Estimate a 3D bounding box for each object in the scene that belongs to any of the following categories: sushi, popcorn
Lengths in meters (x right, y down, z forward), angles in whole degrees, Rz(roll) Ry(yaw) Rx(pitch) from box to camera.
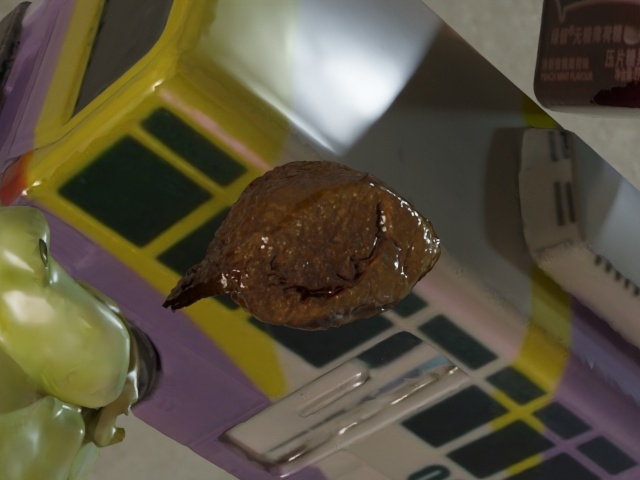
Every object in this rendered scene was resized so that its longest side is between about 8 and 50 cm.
[{"bbox_3d":[0.000,0.000,0.429,0.099,0.047,0.050,-1,99,-33],"label":"sushi"},{"bbox_3d":[-0.122,0.057,0.405,0.141,0.162,0.135,66,20,-50],"label":"popcorn"}]

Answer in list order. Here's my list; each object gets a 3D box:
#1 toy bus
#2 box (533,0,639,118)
[{"bbox_3d":[0.034,0.018,0.745,0.440,0.249,0.209,37,38,-27],"label":"toy bus"},{"bbox_3d":[0.201,-0.121,0.722,0.069,0.224,0.120,4,96,-24],"label":"box"}]
